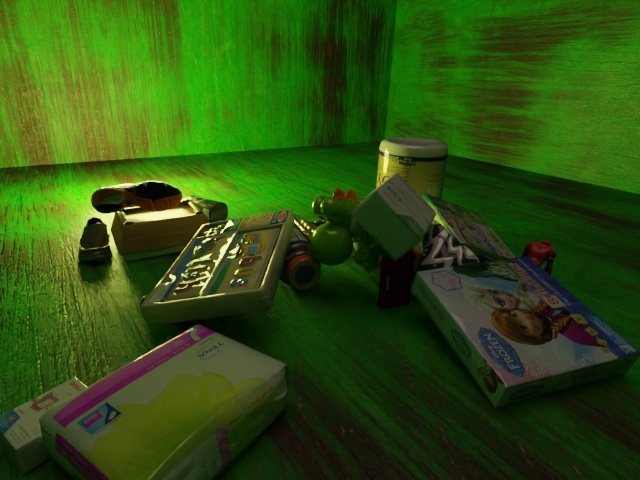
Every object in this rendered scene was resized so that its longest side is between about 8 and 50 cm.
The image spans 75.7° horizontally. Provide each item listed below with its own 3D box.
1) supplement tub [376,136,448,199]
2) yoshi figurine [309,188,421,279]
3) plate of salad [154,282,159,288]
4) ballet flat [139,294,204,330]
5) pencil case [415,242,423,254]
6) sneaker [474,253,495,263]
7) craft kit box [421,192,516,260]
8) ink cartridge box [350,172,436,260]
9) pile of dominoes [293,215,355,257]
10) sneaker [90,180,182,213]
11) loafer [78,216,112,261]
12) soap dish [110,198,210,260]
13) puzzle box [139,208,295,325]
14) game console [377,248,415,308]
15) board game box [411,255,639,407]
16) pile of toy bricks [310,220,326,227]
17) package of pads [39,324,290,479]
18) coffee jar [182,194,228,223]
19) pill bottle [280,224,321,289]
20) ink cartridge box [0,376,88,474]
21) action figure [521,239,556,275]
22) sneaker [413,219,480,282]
[{"bbox_3d":[0.322,-0.194,1.500,0.240,0.332,0.241,2,21,-1],"label":"supplement tub"},{"bbox_3d":[0.098,0.017,1.096,0.362,0.203,0.203,29,42,-38],"label":"yoshi figurine"},{"bbox_3d":[-0.323,0.112,1.060,0.199,0.048,0.200,1,22,0],"label":"plate of salad"},{"bbox_3d":[-0.335,0.169,0.934,0.173,0.049,0.057,18,27,20],"label":"ballet flat"},{"bbox_3d":[0.272,-0.028,1.372,0.273,0.114,0.124,16,42,29],"label":"pencil case"},{"bbox_3d":[0.393,0.077,1.123,0.221,0.083,0.087,3,0,43],"label":"sneaker"},{"bbox_3d":[0.445,-0.025,1.263,0.246,0.061,0.250,17,33,-28],"label":"craft kit box"},{"bbox_3d":[0.186,-0.066,1.006,0.154,0.093,0.212,47,33,2],"label":"ink cartridge box"},{"bbox_3d":[0.000,0.000,1.330,0.196,0.040,0.251,25,10,-29],"label":"pile of dominoes"},{"bbox_3d":[-0.576,-0.148,1.313,0.262,0.099,0.121,-3,18,-13],"label":"sneaker"},{"bbox_3d":[-0.701,-0.008,1.270,0.094,0.088,0.251,-10,25,-28],"label":"loafer"},{"bbox_3d":[-0.516,-0.045,1.341,0.290,0.118,0.229,-12,26,-29],"label":"soap dish"},{"bbox_3d":[-0.219,0.045,0.999,0.272,0.052,0.409,-9,26,8],"label":"puzzle box"},{"bbox_3d":[0.192,0.085,1.042,0.124,0.144,0.085,-5,22,-17],"label":"game console"},{"bbox_3d":[0.409,0.165,0.869,0.317,0.066,0.319,-7,36,-18],"label":"board game box"},{"bbox_3d":[0.063,-0.087,1.544,0.212,0.118,0.105,-9,-10,-3],"label":"pile of toy bricks"},{"bbox_3d":[-0.213,0.258,0.630,0.229,0.101,0.296,15,25,30],"label":"package of pads"},{"bbox_3d":[-0.452,-0.120,1.586,0.184,0.079,0.096,16,29,30],"label":"coffee jar"},{"bbox_3d":[-0.077,0.043,1.143,0.130,0.131,0.246,-5,23,-18],"label":"pill bottle"},{"bbox_3d":[-0.411,0.277,0.632,0.088,0.052,0.122,16,24,32],"label":"ink cartridge box"},{"bbox_3d":[0.559,0.106,1.121,0.091,0.139,0.280,24,53,37],"label":"action figure"},{"bbox_3d":[0.281,0.043,1.080,0.153,0.094,0.235,-34,52,-5],"label":"sneaker"}]
